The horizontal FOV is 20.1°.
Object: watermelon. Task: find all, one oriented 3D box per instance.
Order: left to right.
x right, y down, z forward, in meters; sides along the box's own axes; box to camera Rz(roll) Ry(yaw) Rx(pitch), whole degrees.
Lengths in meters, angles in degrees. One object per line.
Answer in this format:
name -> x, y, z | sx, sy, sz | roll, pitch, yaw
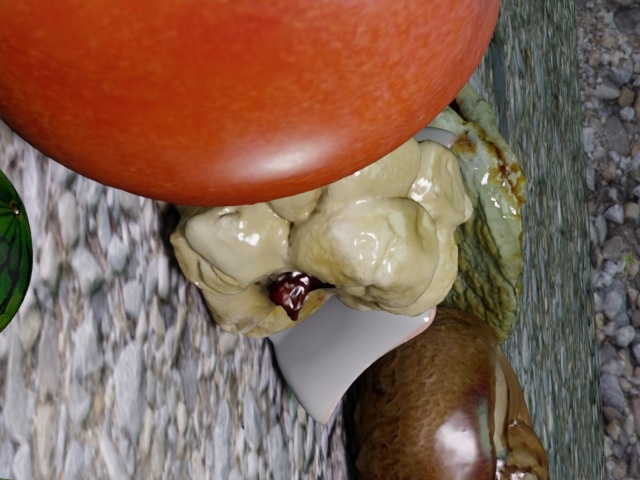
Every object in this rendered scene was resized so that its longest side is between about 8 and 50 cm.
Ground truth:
watermelon -> -0.158, 0.001, 0.790 | 0.105, 0.062, 0.105 | -12, 90, -81

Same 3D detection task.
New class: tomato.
tomato -> -0.044, -0.189, 0.884 | 0.341, 0.272, 0.341 | -7, 90, -73

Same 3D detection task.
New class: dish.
dish -> 0.021, 0.009, 1.315 | 0.077, 0.151, 0.212 | 30, 41, -17

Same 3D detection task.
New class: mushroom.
mushroom -> 0.110, 0.174, 1.477 | 0.253, 0.153, 0.253 | -14, 90, -78

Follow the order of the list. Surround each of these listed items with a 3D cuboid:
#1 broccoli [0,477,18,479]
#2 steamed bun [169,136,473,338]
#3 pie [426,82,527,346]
broccoli -> -0.098, 0.208, 0.684 | 0.269, 0.254, 0.269 | 63, -7, 14
steamed bun -> 0.000, 0.000, 1.128 | 0.192, 0.177, 0.106 | 48, 33, -66
pie -> 0.111, -0.031, 1.559 | 0.274, 0.105, 0.257 | 80, -17, -48
